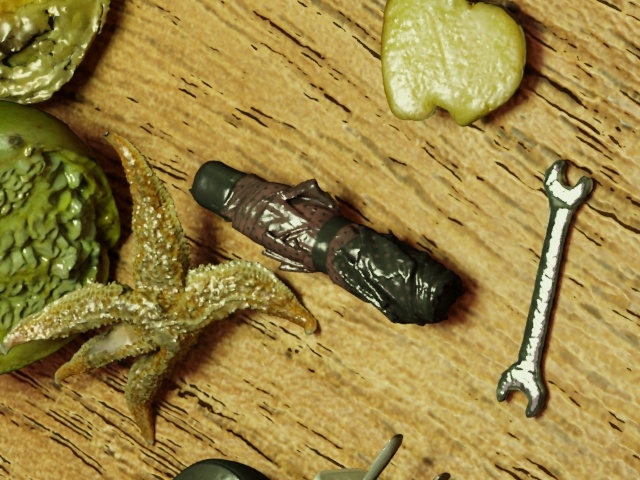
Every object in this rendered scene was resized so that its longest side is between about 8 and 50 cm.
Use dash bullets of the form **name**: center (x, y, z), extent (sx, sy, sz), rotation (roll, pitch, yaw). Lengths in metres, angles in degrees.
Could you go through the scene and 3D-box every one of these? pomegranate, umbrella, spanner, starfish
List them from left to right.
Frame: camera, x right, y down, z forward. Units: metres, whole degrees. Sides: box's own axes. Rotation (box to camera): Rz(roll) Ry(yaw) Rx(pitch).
- **pomegranate**: center (-0.407, -0.010, 1.945), extent (0.216, 0.358, 0.309), rotation (44, 130, 46)
- **starfish**: center (-0.208, 0.079, 1.903), extent (0.301, 0.084, 0.293), rotation (41, 115, -15)
- **umbrella**: center (0.000, 0.000, 1.834), extent (0.326, 0.094, 0.090), rotation (27, 73, 29)
- **spanner**: center (0.219, 0.047, 1.741), extent (0.054, 0.015, 0.254), rotation (14, 94, 32)

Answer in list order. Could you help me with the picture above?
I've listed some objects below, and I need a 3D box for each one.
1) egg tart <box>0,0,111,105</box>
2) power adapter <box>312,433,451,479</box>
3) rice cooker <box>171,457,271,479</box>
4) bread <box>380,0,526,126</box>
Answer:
- **egg tart**: center (-0.380, -0.279, 2.027), extent (0.297, 0.132, 0.297), rotation (-2, 86, 25)
- **power adapter**: center (0.046, 0.290, 1.765), extent (0.130, 0.125, 0.205), rotation (42, 107, 27)
- **rice cooker**: center (-0.115, 0.327, 1.865), extent (0.142, 0.118, 0.203), rotation (32, 102, 28)
- **bread**: center (0.140, -0.206, 1.786), extent (0.149, 0.065, 0.187), rotation (2, 84, 21)
